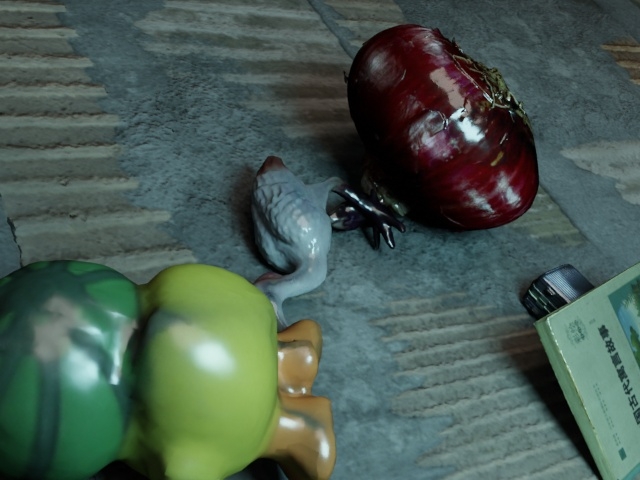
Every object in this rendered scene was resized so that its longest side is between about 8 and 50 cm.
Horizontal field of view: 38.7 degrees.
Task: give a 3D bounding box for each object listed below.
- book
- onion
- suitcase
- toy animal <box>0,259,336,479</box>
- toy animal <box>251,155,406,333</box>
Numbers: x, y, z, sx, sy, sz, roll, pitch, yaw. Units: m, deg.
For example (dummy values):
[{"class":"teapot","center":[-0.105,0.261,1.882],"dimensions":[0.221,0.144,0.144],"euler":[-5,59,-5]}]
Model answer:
[{"class":"book","center":[0.378,0.150,1.108],"dimensions":[0.282,0.025,0.215],"euler":[-22,87,-44]},{"class":"onion","center":[0.147,-0.140,1.201],"dimensions":[0.314,0.232,0.314],"euler":[51,13,-16]},{"class":"suitcase","center":[0.331,0.090,1.182],"dimensions":[0.086,0.059,0.126],"euler":[-17,56,-43]},{"class":"toy animal","center":[-0.142,0.108,0.776],"dimensions":[0.338,0.191,0.216],"euler":[10,42,-21]},{"class":"toy animal","center":[-0.024,-0.006,1.053],"dimensions":[0.195,0.090,0.324],"euler":[33,37,6]}]
